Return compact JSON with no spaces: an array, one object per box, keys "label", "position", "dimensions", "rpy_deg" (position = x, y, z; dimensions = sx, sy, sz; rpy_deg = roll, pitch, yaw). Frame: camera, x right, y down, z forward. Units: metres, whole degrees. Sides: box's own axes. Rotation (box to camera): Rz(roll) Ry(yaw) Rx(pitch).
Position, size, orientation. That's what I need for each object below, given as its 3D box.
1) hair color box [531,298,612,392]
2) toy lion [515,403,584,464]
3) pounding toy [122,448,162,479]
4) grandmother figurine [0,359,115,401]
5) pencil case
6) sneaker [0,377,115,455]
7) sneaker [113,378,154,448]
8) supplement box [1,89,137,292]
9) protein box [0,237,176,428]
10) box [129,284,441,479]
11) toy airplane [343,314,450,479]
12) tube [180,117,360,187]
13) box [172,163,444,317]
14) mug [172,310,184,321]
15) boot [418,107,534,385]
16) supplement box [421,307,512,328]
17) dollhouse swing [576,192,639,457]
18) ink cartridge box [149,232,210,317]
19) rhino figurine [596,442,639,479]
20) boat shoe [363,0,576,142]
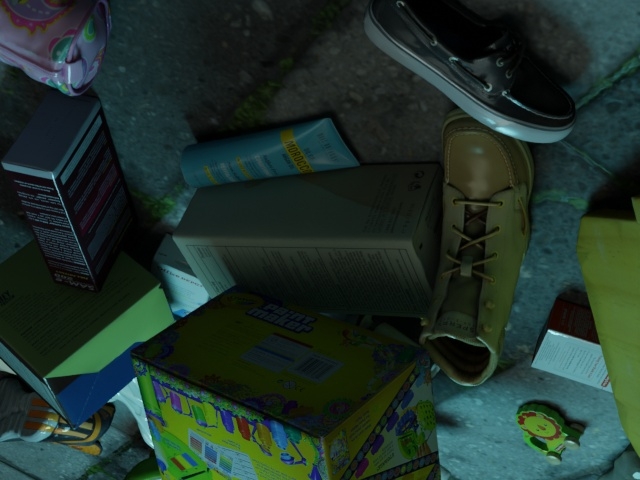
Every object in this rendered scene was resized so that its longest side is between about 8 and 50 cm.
[{"label":"hair color box","position":[0.354,0.139,1.325],"dimensions":[0.167,0.053,0.093],"rpy_deg":[19,144,8]},{"label":"toy lion","position":[0.320,0.272,1.543],"dimensions":[0.096,0.034,0.100],"rpy_deg":[28,146,4]},{"label":"pounding toy","position":[-0.266,0.417,2.017],"dimensions":[0.237,0.110,0.183],"rpy_deg":[13,145,-42]},{"label":"grandmother figurine","position":[-0.484,0.203,1.842],"dimensions":[0.343,0.104,0.208],"rpy_deg":[11,171,11]},{"label":"pencil case","position":[-0.368,-0.251,1.148],"dimensions":[0.284,0.124,0.124],"rpy_deg":[20,145,1]},{"label":"sneaker","position":[-0.499,0.342,2.005],"dimensions":[0.180,0.124,0.321],"rpy_deg":[25,166,-35]},{"label":"sneaker","position":[-0.247,0.258,1.761],"dimensions":[0.152,0.114,0.305],"rpy_deg":[-15,133,35]},{"label":"supplement box","position":[-0.310,-0.058,1.362],"dimensions":[0.073,0.130,0.239],"rpy_deg":[12,143,15]},{"label":"protein box","position":[-0.339,0.106,1.478],"dimensions":[0.201,0.200,0.136],"rpy_deg":[34,153,30]},{"label":"box","position":[-0.033,0.239,1.212],"dimensions":[0.290,0.177,0.279],"rpy_deg":[17,126,38]},{"label":"toy airplane","position":[0.047,0.291,1.500],"dimensions":[0.384,0.272,0.386],"rpy_deg":[49,156,-18]},{"label":"tube","position":[-0.063,-0.100,1.249],"dimensions":[0.207,0.052,0.080],"rpy_deg":[-7,145,27]},{"label":"box","position":[0.000,0.000,1.275],"dimensions":[0.311,0.121,0.148],"rpy_deg":[2,140,27]},{"label":"mug","position":[-0.218,0.145,1.605],"dimensions":[0.158,0.097,0.129],"rpy_deg":[19,148,1]},{"label":"boot","position":[0.158,0.011,1.129],"dimensions":[0.095,0.203,0.262],"rpy_deg":[8,143,19]},{"label":"supplement box","position":[0.184,0.091,1.368],"dimensions":[0.098,0.036,0.062],"rpy_deg":[-20,127,44]},{"label":"dollhouse swing","position":[0.453,0.087,1.054],"dimensions":[0.315,0.305,0.346],"rpy_deg":[-16,95,6]},{"label":"ink cartridge box","position":[-0.192,0.054,1.513],"dimensions":[0.089,0.052,0.122],"rpy_deg":[23,147,0]},{"label":"rhino figurine","position":[0.452,0.351,1.537],"dimensions":[0.106,0.073,0.243],"rpy_deg":[16,146,3]},{"label":"boat shoe","position":[0.151,-0.175,1.008],"dimensions":[0.229,0.080,0.076],"rpy_deg":[34,146,-3]}]
